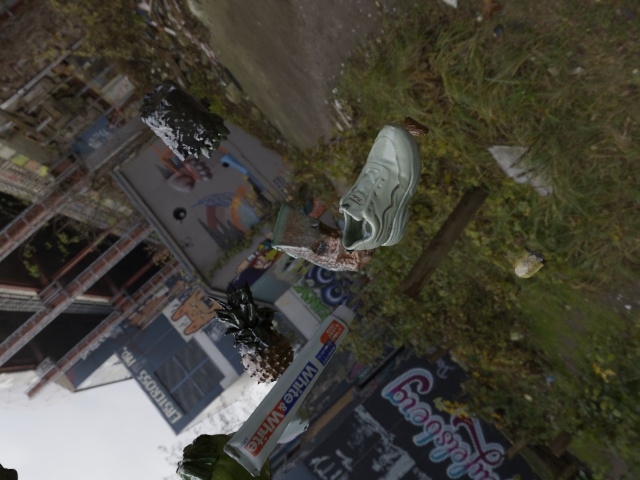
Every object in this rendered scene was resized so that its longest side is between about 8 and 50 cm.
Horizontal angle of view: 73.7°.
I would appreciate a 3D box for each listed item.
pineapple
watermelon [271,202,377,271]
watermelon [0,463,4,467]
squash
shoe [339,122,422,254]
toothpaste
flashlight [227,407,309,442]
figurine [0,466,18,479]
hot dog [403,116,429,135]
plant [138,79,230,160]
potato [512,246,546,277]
[{"bbox_3d":[-0.179,0.248,1.176,0.165,0.165,0.365,44,157,47],"label":"pineapple"},{"bbox_3d":[-0.010,0.011,1.385,0.264,0.151,0.302,29,178,-36],"label":"watermelon"},{"bbox_3d":[-0.580,0.426,0.652,0.303,0.159,0.128,52,149,31],"label":"watermelon"},{"bbox_3d":[-0.134,0.273,0.525,0.105,0.105,0.132,43,162,53],"label":"squash"},{"bbox_3d":[0.138,-0.117,1.083,0.132,0.210,0.342,31,129,39],"label":"shoe"},{"bbox_3d":[-0.026,0.167,0.510,0.052,0.218,0.033,45,152,-11],"label":"toothpaste"},{"bbox_3d":[-0.115,0.348,0.759,0.047,0.200,0.093,55,145,38],"label":"flashlight"},{"bbox_3d":[-0.506,0.319,0.484,0.284,0.167,0.342,8,-173,-4],"label":"figurine"},{"bbox_3d":[0.279,-0.332,1.257,0.058,0.035,0.083,-12,-134,-43],"label":"hot dog"},{"bbox_3d":[-0.308,-0.266,0.988,0.194,0.129,0.132,34,-155,-47],"label":"plant"},{"bbox_3d":[0.715,0.081,1.499,0.066,0.103,0.096,27,-165,-26],"label":"potato"}]
